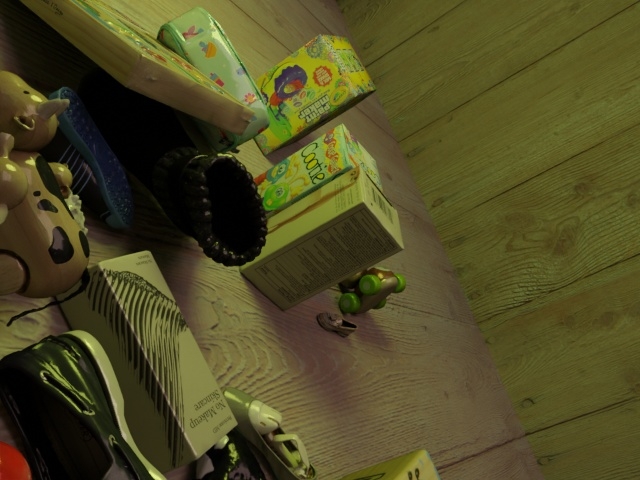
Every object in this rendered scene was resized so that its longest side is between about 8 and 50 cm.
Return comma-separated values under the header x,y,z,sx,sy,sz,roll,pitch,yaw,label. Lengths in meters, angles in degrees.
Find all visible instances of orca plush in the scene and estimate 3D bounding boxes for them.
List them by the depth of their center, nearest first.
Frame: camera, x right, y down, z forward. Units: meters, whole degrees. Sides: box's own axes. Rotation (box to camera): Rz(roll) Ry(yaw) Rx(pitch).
x,y,z,sx,sy,sz,roll,pitch,yaw,label
-0.089,0.354,0.759,0.151,0.102,0.287,45,14,-28,orca plush

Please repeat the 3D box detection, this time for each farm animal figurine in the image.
x,y,z,sx,sy,sz,roll,pitch,yaw,label
-0.321,-0.067,0.570,0.330,0.172,0.326,-105,179,-58,farm animal figurine

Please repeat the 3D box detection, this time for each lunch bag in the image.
x,y,z,sx,sy,sz,roll,pitch,yaw,label
-0.227,-0.309,1.211,0.279,0.108,0.224,59,-22,-12,lunch bag

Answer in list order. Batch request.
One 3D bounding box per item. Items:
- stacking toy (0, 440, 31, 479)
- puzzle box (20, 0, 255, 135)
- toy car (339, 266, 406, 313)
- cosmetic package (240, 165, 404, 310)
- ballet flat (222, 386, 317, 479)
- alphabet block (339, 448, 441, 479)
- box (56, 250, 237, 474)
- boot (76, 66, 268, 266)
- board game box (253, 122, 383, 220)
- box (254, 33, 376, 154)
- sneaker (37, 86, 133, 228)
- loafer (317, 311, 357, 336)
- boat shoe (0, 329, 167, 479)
x,y,z,sx,sy,sz,roll,pitch,yaw,label
-0.369,0.138,0.474,0.330,0.141,0.141,54,23,-27,stacking toy
-0.321,-0.323,0.972,0.409,0.052,0.272,39,12,24,puzzle box
0.101,0.081,1.540,0.155,0.149,0.188,2,50,-53,toy car
0.000,0.000,1.195,0.153,0.296,0.129,48,25,-33,cosmetic package
-0.076,0.314,0.960,0.213,0.068,0.072,57,23,-10,ballet flat
0.108,0.490,0.986,0.192,0.194,0.197,64,23,11,alphabet block
-0.228,0.158,0.784,0.275,0.094,0.113,61,22,2,box
-0.227,-0.124,0.912,0.348,0.131,0.260,52,-11,-23,boot
-0.019,-0.103,1.300,0.144,0.275,0.142,42,30,-40,board game box
-0.035,-0.392,1.586,0.177,0.290,0.279,58,22,-7,box
-0.357,-0.109,0.862,0.081,0.091,0.232,-87,163,-54,sneaker
0.042,0.192,1.391,0.125,0.039,0.045,34,35,-48,loafer
-0.240,0.252,0.608,0.113,0.127,0.339,4,58,-64,boat shoe
